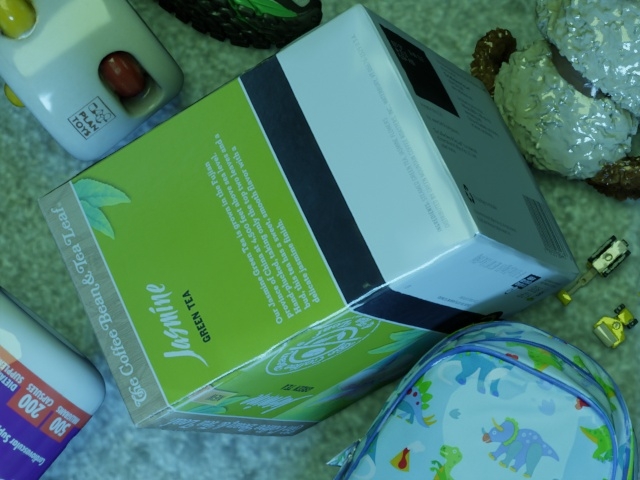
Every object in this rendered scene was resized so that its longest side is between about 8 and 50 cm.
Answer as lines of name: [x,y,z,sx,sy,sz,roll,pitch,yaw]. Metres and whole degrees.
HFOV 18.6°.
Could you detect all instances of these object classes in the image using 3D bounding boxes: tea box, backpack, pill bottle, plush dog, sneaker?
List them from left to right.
pill bottle: [-0.357,0.198,1.772,0.181,0.181,0.323,38,86,16]
sneaker: [-0.134,-0.306,1.881,0.343,0.134,0.146,36,84,16]
tea box: [0.000,0.000,1.655,0.324,0.329,0.220,-30,74,17]
backpack: [0.132,0.246,1.665,0.290,0.273,0.355,29,71,21]
plush dog: [0.257,-0.155,1.769,0.262,0.211,0.225,42,113,18]

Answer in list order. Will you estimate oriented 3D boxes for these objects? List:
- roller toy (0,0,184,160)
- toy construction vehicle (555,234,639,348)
roller toy: [-0.236,-0.177,1.834,0.146,0.209,0.191,-39,94,0]
toy construction vehicle: [0.277,0.045,1.784,0.098,0.035,0.086,-45,85,0]
